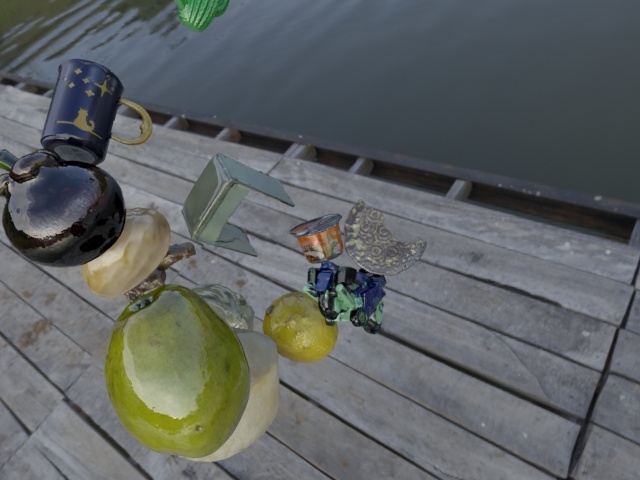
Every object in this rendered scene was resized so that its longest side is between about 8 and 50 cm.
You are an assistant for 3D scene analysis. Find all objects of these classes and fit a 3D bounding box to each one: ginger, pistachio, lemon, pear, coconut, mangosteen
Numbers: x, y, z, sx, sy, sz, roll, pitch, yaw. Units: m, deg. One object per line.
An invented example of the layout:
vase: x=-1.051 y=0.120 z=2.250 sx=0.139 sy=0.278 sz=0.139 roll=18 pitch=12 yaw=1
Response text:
ginger: x=-0.570 y=0.100 z=1.583 sx=0.290 sy=0.084 sz=0.122 roll=-44 pitch=53 yaw=-13
pistachio: x=-0.604 y=0.026 z=1.388 sx=0.230 sy=0.230 sz=0.308 roll=39 pitch=95 yaw=38
lemon: x=-0.071 y=0.319 z=1.651 sx=0.284 sy=0.260 sz=0.260 roll=17 pitch=55 yaw=-4
pear: x=-0.259 y=0.236 z=0.817 sx=0.253 sy=0.306 sz=0.252 roll=-19 pitch=22 yaw=8
coconut: x=-0.298 y=0.408 z=1.298 sx=0.345 sy=0.415 sz=0.415 roll=16 pitch=59 yaw=37
mangosteen: x=-0.653 y=-0.088 z=1.147 sx=0.298 sy=0.313 sz=0.296 roll=2 pitch=41 yaw=-2

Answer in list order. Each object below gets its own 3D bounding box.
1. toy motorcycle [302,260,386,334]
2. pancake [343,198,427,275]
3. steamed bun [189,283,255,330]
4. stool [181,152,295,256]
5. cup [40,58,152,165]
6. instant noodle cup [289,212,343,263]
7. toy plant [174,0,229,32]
toy motorcycle: x=0.094 y=0.146 z=1.241 sx=0.125 sy=0.331 sz=0.196 roll=-6 pitch=68 yaw=35
pancake: x=0.141 y=-0.012 z=1.027 sx=0.184 sy=0.020 sz=0.190 roll=-20 pitch=90 yaw=-5
steamed bun: x=-0.417 y=0.324 z=1.745 sx=0.347 sy=0.393 sz=0.237 roll=-16 pitch=24 yaw=4
stool: x=-0.277 y=-0.110 z=1.490 sx=0.243 sy=0.270 sz=0.170 roll=-52 pitch=44 yaw=19
cup: x=-0.635 y=-0.351 z=1.283 sx=0.255 sy=0.178 sz=0.255 roll=3 pitch=70 yaw=-5
instant noodle cup: x=0.000 y=0.000 z=1.461 sx=0.178 sy=0.125 sz=0.208 roll=-5 pitch=17 yaw=44
toy plant: x=-0.291 y=-0.654 z=1.161 sx=0.088 sy=0.154 sz=0.240 roll=19 pitch=68 yaw=28
